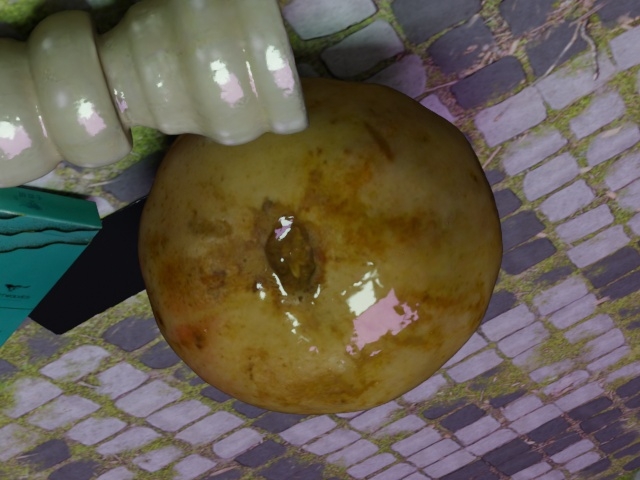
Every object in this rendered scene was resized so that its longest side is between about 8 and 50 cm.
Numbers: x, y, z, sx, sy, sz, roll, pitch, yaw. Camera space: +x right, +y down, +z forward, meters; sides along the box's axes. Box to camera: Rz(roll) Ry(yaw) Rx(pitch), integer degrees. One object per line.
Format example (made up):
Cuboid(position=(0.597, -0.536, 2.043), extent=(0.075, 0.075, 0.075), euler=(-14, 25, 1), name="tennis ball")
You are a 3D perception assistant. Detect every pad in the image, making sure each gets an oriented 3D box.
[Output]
Cuboid(position=(-0.218, 0.022, 1.503), extent=(0.243, 0.004, 0.163), euler=(-28, 150, 8), name="pad")

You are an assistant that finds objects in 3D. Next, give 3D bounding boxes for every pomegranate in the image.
Cuboid(position=(0.000, 0.000, 1.335), extent=(0.338, 0.338, 0.338), euler=(-17, 150, -10), name="pomegranate")

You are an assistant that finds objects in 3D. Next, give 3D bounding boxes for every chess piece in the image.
Cuboid(position=(-0.171, -0.130, 1.147), extent=(0.300, 0.167, 0.167), euler=(-16, 150, -2), name="chess piece")

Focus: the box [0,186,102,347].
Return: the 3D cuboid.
Cuboid(position=(-0.340, 0.029, 1.388), extent=(0.161, 0.042, 0.226), euler=(9, 137, -40), name="box")
